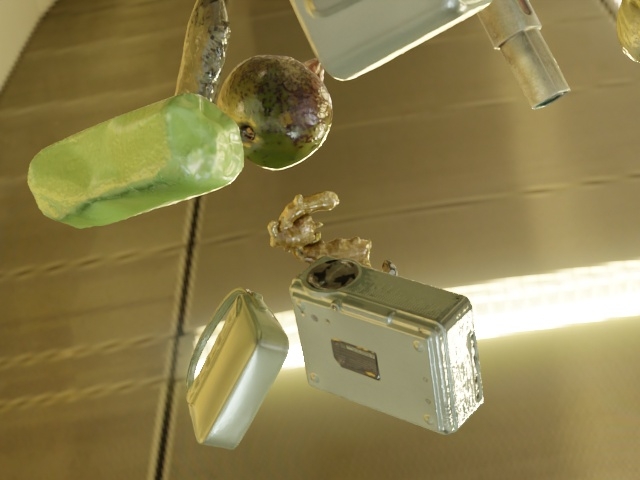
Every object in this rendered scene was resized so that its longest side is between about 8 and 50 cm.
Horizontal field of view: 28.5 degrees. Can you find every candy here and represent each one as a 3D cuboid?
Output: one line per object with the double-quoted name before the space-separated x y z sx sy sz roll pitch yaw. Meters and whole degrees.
"candy" -0.255 -0.102 1.724 0.343 0.132 0.142 -14 179 41

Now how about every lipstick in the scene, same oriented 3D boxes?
"lipstick" 0.332 -0.347 2.133 0.077 0.253 0.079 -31 169 37

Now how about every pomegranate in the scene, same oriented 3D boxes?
"pomegranate" -0.062 -0.246 2.235 0.214 0.214 0.248 11 -137 35

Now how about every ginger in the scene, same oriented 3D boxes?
"ginger" 0.000 0.000 2.077 0.176 0.193 0.052 -3 -152 -7

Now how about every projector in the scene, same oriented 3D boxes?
"projector" 0.084 0.141 1.712 0.256 0.192 0.099 16 -141 36

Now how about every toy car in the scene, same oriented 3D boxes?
"toy car" 0.118 0.078 2.113 0.025 0.093 0.041 -3 -176 -20

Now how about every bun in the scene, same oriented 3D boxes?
"bun" 0.654 -0.454 2.419 0.153 0.244 0.244 28 -143 7

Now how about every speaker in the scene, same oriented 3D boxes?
"speaker" 0.033 -0.406 1.427 0.184 0.406 0.183 -21 -173 32

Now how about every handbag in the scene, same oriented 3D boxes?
"handbag" -0.152 0.202 2.110 0.079 0.256 0.219 17 -156 -30

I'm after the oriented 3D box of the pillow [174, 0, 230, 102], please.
"pillow" -0.171 -0.258 1.845 0.051 0.241 0.093 4 -165 -39
